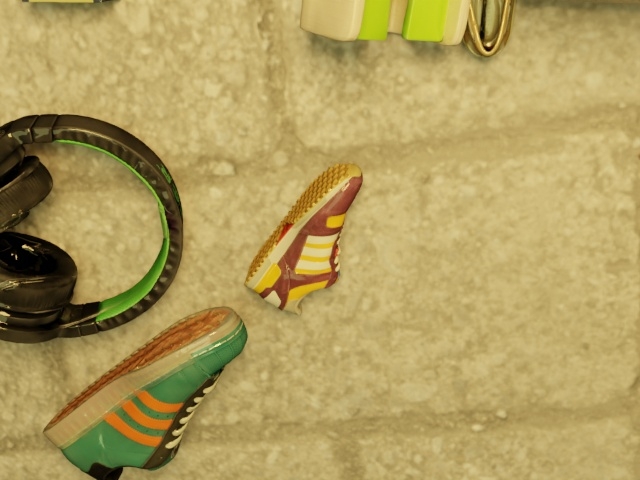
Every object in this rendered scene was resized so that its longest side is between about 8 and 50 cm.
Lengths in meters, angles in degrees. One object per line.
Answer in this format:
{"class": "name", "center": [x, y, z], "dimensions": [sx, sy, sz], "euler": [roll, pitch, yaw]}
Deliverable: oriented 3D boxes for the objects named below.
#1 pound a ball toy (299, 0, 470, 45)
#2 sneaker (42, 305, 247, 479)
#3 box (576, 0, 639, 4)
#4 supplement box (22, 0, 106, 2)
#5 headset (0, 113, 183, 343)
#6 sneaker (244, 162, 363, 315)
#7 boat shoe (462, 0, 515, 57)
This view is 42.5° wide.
{"class": "pound a ball toy", "center": [0.028, -0.336, 0.694], "dimensions": [0.208, 0.136, 0.319], "euler": [-6, 113, -28]}
{"class": "sneaker", "center": [-0.181, 0.185, 0.950], "dimensions": [0.302, 0.108, 0.121], "euler": [-34, 103, 26]}
{"class": "box", "center": [0.340, -0.301, 0.635], "dimensions": [0.345, 0.168, 0.215], "euler": [6, 97, 9]}
{"class": "supplement box", "center": [-0.248, -0.278, 0.812], "dimensions": [0.083, 0.056, 0.083], "euler": [3, 110, 7]}
{"class": "headset", "center": [-0.341, 0.009, 0.852], "dimensions": [0.394, 0.185, 0.243], "euler": [-8, 115, -4]}
{"class": "sneaker", "center": [0.000, 0.000, 0.880], "dimensions": [0.084, 0.069, 0.185], "euler": [35, 117, -15]}
{"class": "boat shoe", "center": [0.156, -0.264, 0.754], "dimensions": [0.068, 0.072, 0.190], "euler": [-6, 109, 10]}
